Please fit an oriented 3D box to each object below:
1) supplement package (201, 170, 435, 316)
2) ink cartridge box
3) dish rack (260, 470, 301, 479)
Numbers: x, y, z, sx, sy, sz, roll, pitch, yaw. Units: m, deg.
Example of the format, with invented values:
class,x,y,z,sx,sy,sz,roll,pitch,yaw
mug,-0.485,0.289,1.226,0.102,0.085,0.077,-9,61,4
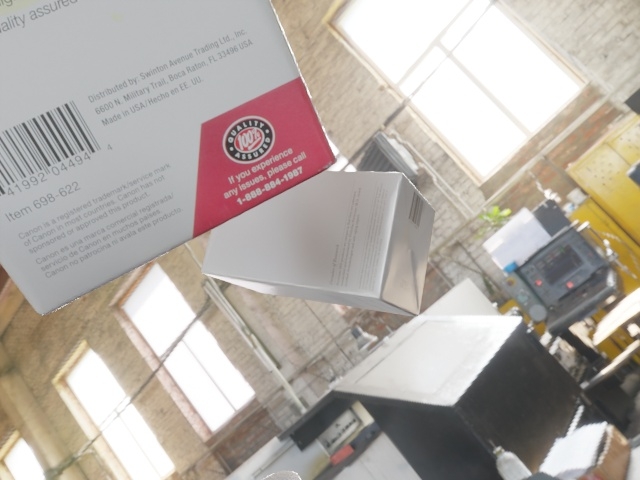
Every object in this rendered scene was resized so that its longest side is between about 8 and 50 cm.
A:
class,x,y,z,sx,sy,sz,roll,pitch,yaw
supplement package,0.000,0.000,0.842,0.177,0.293,0.175,30,-111,-60
ink cartridge box,-0.198,-0.183,0.454,0.279,0.384,0.160,-28,22,-11
dish rack,-0.146,0.423,0.596,0.333,0.072,0.285,-30,13,6
